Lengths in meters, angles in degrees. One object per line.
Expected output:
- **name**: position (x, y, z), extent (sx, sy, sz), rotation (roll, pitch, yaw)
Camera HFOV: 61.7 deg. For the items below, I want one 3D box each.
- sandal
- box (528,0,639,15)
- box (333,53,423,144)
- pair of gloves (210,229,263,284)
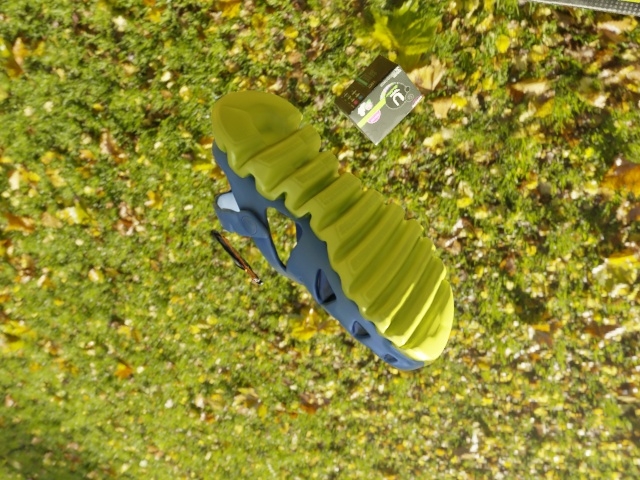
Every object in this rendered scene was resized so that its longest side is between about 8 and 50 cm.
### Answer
- **sandal**: position (0.000, 0.000, 0.540), extent (0.317, 0.126, 0.138), rotation (50, 138, 10)
- **box**: position (0.291, -0.260, 0.537), extent (0.216, 0.270, 0.060), rotation (11, 116, 7)
- **box**: position (0.071, -0.175, 0.667), extent (0.083, 0.052, 0.062), rotation (-46, 128, 8)
- **pair of gloves**: position (-0.094, 0.021, 0.605), extent (0.010, 0.083, 0.074), rotation (-40, 82, -5)
